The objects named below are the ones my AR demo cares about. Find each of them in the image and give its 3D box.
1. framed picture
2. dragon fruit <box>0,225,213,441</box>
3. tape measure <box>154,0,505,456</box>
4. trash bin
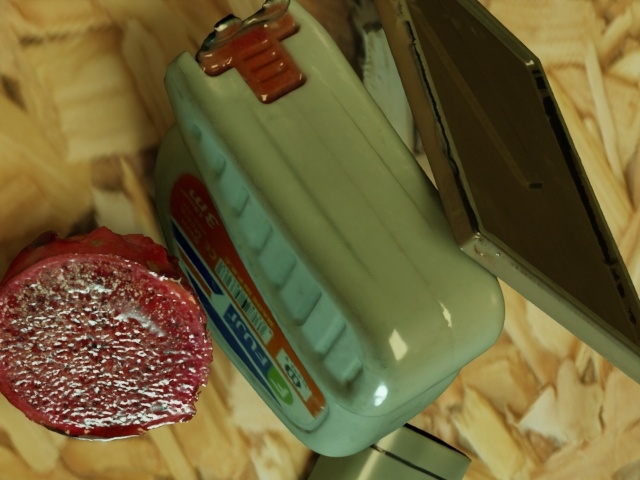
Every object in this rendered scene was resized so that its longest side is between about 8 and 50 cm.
[{"bbox_3d":[0.120,-0.067,1.264,0.024,0.315,0.232,-34,136,21],"label":"framed picture"},{"bbox_3d":[-0.141,0.041,1.222,0.153,0.111,0.153,1,120,1],"label":"dragon fruit"},{"bbox_3d":[0.000,0.000,1.213,0.125,0.243,0.246,-30,168,-22],"label":"tape measure"},{"bbox_3d":[0.039,0.197,1.447,0.116,0.059,0.130,30,89,-41],"label":"trash bin"}]
